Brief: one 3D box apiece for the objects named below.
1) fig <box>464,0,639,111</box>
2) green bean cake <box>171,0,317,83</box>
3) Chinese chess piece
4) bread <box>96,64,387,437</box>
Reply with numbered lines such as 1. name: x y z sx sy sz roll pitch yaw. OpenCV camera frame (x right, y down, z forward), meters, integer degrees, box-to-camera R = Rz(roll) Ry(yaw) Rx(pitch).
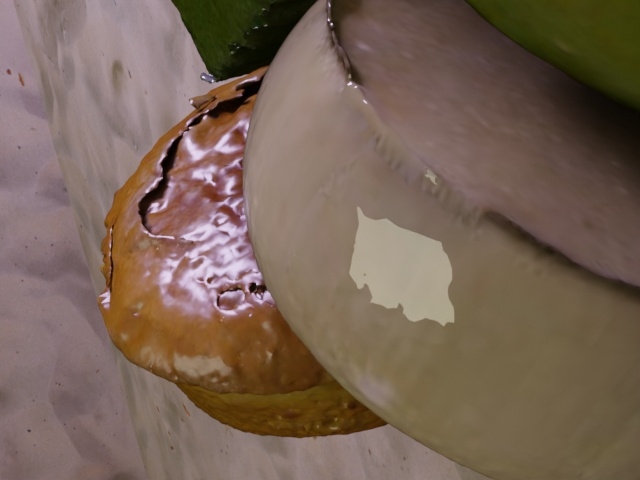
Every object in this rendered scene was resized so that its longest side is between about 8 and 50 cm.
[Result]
1. fig: 0.188 -0.169 0.386 0.326 0.258 0.258 43 152 -2
2. green bean cake: -0.060 -0.303 0.842 0.250 0.156 0.247 66 155 5
3. Chinese chess piece: 0.125 -0.026 0.499 0.338 0.338 0.140 52 137 30
4. bread: 0.003 0.000 0.762 0.204 0.358 0.337 69 -174 -50
